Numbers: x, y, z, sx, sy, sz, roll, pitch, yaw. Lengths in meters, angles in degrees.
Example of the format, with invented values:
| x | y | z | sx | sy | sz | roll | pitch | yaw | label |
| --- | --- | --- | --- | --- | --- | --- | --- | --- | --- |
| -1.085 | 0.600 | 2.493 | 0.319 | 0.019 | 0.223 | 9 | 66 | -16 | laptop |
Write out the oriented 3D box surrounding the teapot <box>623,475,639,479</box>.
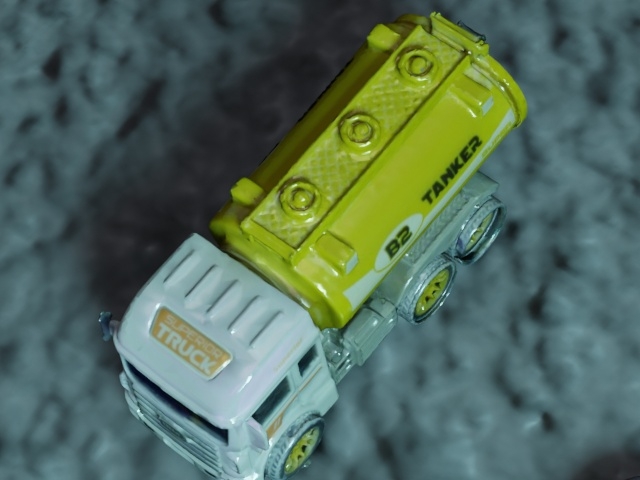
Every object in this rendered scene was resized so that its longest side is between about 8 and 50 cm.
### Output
| x | y | z | sx | sy | sz | roll | pitch | yaw | label |
| --- | --- | --- | --- | --- | --- | --- | --- | --- | --- |
| 0.142 | 0.136 | 0.793 | 0.100 | 0.045 | 0.068 | 1 | 61 | 6 | teapot |

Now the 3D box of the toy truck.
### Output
| x | y | z | sx | sy | sz | roll | pitch | yaw | label |
| --- | --- | --- | --- | --- | --- | --- | --- | --- | --- |
| 0.000 | 0.000 | 0.843 | 0.098 | 0.114 | 0.227 | 34 | 72 | 21 | toy truck |
